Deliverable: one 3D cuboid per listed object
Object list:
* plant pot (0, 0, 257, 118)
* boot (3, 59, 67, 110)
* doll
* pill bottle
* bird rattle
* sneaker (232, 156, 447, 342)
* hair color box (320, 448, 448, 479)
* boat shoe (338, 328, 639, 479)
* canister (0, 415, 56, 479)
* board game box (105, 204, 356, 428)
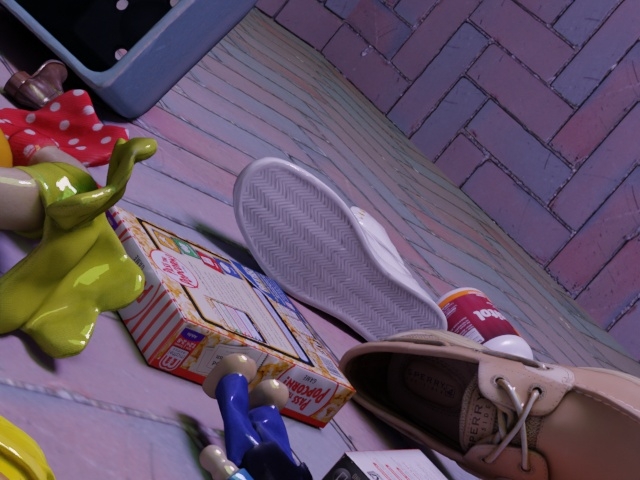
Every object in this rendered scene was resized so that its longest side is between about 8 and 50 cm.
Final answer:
[{"bbox_3d":[-0.209,-0.280,1.372,0.248,0.247,0.252,42,-7,12],"label":"plant pot"},{"bbox_3d":[-0.227,-0.117,1.177,0.114,0.037,0.106,37,24,3],"label":"boot"},{"bbox_3d":[-0.028,0.152,0.769,0.129,0.046,0.189,43,13,-40],"label":"doll"},{"bbox_3d":[0.191,0.128,1.460,0.086,0.086,0.152,31,15,-39],"label":"pill bottle"},{"bbox_3d":[-0.205,-0.052,0.804,0.207,0.143,0.253,14,21,-29],"label":"bird rattle"},{"bbox_3d":[0.000,0.000,1.321,0.292,0.108,0.169,45,6,-30],"label":"sneaker"},{"bbox_3d":[0.056,0.189,0.903,0.072,0.043,0.141,45,11,25],"label":"hair color box"},{"bbox_3d":[0.158,0.153,1.033,0.110,0.121,0.341,5,5,-45],"label":"boat shoe"},{"bbox_3d":[-0.162,0.112,0.430,0.126,0.073,0.170,37,13,-16],"label":"canister"},{"bbox_3d":[-0.077,0.059,0.966,0.193,0.045,0.146,29,16,-45],"label":"board game box"}]
